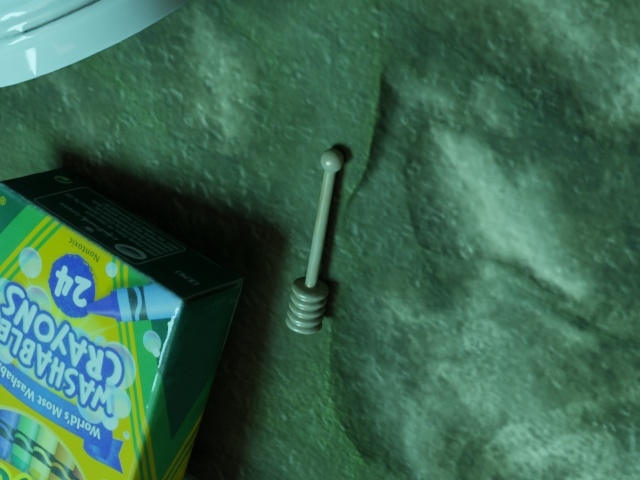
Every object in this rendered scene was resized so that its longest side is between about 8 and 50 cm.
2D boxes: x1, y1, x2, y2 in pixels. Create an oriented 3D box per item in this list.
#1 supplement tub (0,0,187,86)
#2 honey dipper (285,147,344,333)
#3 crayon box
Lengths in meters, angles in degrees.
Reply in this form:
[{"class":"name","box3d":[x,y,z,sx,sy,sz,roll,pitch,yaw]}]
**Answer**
[{"class":"supplement tub","box3d":[-0.218,-0.282,1.186,0.228,0.228,0.316,-12,113,32]},{"class":"honey dipper","box3d":[0.000,0.000,1.385,0.030,0.030,0.160,20,123,14]},{"class":"crayon box","box3d":[-0.200,0.132,1.455,0.203,0.083,0.323,30,117,27]}]
